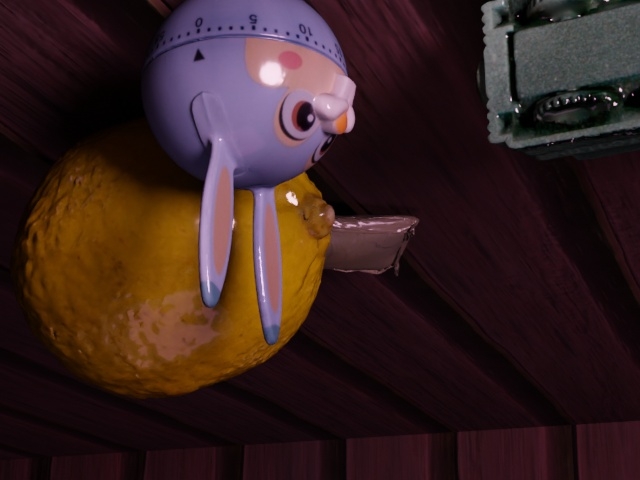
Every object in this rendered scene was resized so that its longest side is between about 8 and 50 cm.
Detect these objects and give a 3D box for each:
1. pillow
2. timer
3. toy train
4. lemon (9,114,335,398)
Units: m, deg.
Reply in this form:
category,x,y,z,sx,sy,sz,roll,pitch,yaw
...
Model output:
category,x,y,z,sx,sy,sz,roll,pitch,yaw
pillow,0.000,0.000,1.440,0.208,0.053,0.119,4,157,-12
timer,-0.040,-0.077,0.947,0.175,0.255,0.175,-18,152,-10
toy train,0.286,-0.131,0.940,0.330,0.138,0.178,-9,163,28
lemon,-0.133,0.009,1.164,0.322,0.268,0.268,-19,156,14
